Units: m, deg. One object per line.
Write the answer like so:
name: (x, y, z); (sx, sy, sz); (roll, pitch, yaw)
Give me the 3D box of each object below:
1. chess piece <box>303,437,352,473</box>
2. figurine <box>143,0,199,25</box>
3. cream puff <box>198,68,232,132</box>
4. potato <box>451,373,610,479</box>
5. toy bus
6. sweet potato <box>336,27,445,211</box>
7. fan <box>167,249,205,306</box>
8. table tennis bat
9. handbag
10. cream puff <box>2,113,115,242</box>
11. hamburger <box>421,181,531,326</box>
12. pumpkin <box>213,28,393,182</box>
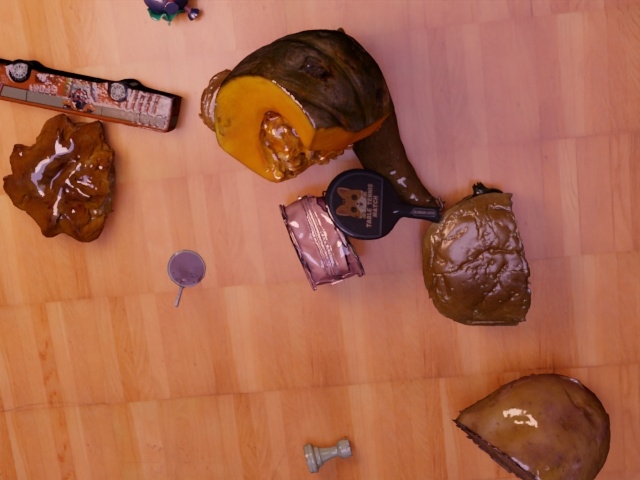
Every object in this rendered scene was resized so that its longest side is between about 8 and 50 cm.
chess piece: (0.017, 0.475, 1.992); (0.103, 0.067, 0.067); (-17, 100, -2)
figurine: (-0.319, -0.527, 1.776); (0.102, 0.111, 0.195); (-7, 103, 26)
cream puff: (-0.179, -0.283, 1.821); (0.126, 0.103, 0.144); (31, 103, -16)
potato: (0.469, 0.384, 1.865); (0.237, 0.300, 0.289); (-51, 129, -8)
toy bus: (-0.494, -0.306, 1.845); (0.408, 0.093, 0.092); (12, 103, 3)
sweet potato: (0.110, -0.224, 1.803); (0.130, 0.130, 0.423); (-26, 102, 9)
fan: (-0.300, 0.084, 1.957); (0.085, 0.005, 0.133); (17, 102, 0)
table tennis bat: (0.122, -0.066, 1.769); (0.236, 0.027, 0.150); (8, 70, -11)
handbag: (0.001, -0.001, 1.833); (0.116, 0.179, 0.205); (-23, 80, 0)
cream puff: (-0.530, -0.122, 1.861); (0.241, 0.155, 0.269); (-25, 93, 4)
hamburger: (0.313, 0.041, 1.842); (0.211, 0.132, 0.309); (-8, 103, 3)
pumpkin: (-0.041, -0.255, 1.663); (0.256, 0.225, 0.303); (54, 141, 4)
